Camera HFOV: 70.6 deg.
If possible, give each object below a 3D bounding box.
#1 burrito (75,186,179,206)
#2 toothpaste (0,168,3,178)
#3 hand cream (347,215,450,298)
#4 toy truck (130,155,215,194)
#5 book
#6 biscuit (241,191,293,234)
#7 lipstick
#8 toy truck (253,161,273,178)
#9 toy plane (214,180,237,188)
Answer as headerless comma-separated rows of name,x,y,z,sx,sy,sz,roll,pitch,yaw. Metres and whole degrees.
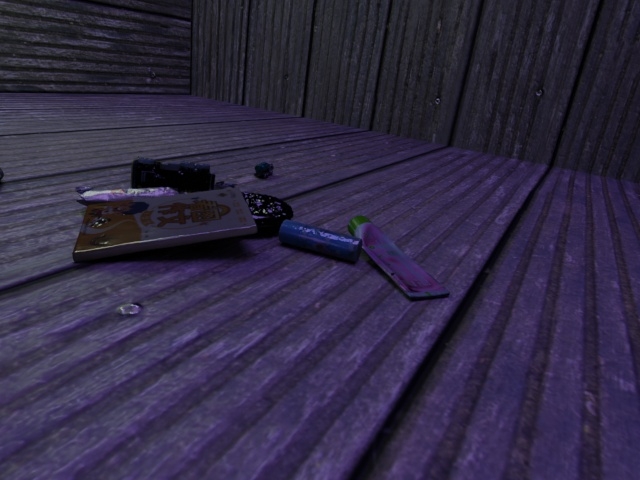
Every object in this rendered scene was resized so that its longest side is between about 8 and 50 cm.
burrito,-0.390,-0.082,0.933,0.203,0.064,0.064,0,22,-14
toothpaste,-0.775,-0.170,1.051,0.067,0.037,0.255,-18,29,-38
hand cream,0.133,0.030,0.857,0.079,0.050,0.275,-25,35,-10
toy truck,-0.357,-0.154,1.091,0.191,0.085,0.116,0,13,-26
book,-0.280,-0.040,0.831,0.295,0.020,0.208,-10,29,-16
biscuit,-0.154,-0.060,0.963,0.194,0.053,0.194,7,21,-3
lipstick,0.000,0.000,0.868,0.157,0.048,0.048,15,22,17
toy truck,-0.170,-0.215,1.366,0.039,0.044,0.083,15,23,11
toy plane,-0.257,-0.143,1.177,0.084,0.024,0.078,1,4,-15
